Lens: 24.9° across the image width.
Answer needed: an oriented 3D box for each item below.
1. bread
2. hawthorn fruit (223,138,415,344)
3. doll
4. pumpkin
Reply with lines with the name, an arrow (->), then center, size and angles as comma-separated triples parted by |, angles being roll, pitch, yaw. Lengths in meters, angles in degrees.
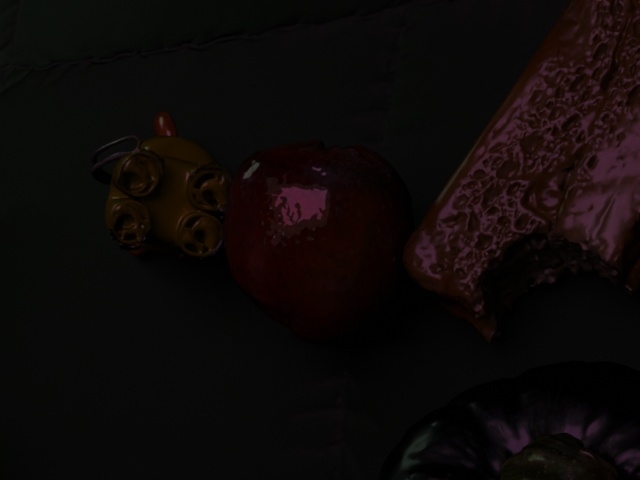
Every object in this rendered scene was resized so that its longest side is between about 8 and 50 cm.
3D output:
bread -> 0.234, -0.081, 1.160 | 0.185, 0.109, 0.380 | 31, 84, 30
hawthorn fruit -> 0.000, 0.000, 1.214 | 0.173, 0.173, 0.173 | -14, 58, 23
doll -> -0.148, -0.041, 1.325 | 0.221, 0.135, 0.143 | -144, 64, -72
pumpkin -> 0.152, 0.196, 0.928 | 0.296, 0.296, 0.295 | -14, 58, 23
